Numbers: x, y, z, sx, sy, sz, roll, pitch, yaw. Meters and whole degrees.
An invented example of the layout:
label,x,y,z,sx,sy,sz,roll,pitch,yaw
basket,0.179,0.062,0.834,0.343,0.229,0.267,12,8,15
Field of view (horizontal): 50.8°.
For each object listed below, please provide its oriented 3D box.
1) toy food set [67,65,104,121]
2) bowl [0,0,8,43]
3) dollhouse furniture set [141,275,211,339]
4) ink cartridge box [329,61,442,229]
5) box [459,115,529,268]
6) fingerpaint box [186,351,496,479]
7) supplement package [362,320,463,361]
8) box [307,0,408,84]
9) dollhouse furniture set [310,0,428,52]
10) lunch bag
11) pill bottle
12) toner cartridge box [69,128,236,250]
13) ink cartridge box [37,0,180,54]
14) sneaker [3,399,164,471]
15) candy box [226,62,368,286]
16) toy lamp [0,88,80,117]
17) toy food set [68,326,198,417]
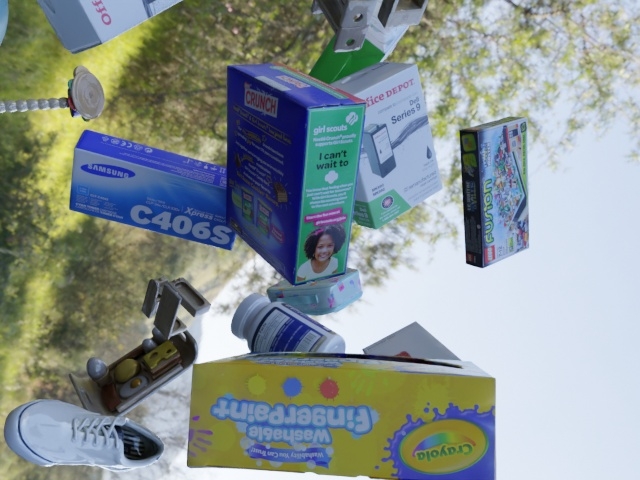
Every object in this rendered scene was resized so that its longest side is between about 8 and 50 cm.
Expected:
label,x,y,z,sx,sy,sz,roll,pitch,yaw
toy food set,-0.393,-0.243,1.129,0.083,0.020,0.083,64,32,-51
bowl,-0.640,-0.386,1.089,0.311,0.311,0.163,-57,176,15
dollhouse furniture set,-0.332,0.120,1.593,0.151,0.144,0.123,-20,141,-48
ink cartridge box,0.120,-0.201,1.412,0.211,0.289,0.121,-31,-151,-25
box,0.263,-0.073,1.008,0.036,0.114,0.207,17,-60,51
fingerpaint box,0.048,0.276,1.130,0.371,0.444,0.163,38,53,-80
supplement package,0.258,0.366,1.701,0.177,0.175,0.293,-26,-154,-13
box,0.087,-0.448,1.633,0.262,0.126,0.231,-47,-172,49
dollhouse furniture set,0.097,-0.481,1.373,0.129,0.183,0.129,65,-25,26
lunch bag,-0.024,0.170,2.133,0.279,0.108,0.224,-8,-169,33
pill bottle,-0.083,0.241,1.643,0.153,0.264,0.153,-42,147,-35
toner cartridge box,-0.328,-0.099,1.387,0.075,0.347,0.165,-88,-164,-49
ink cartridge box,-0.383,-0.523,1.267,0.129,0.223,0.307,3,-142,43
sneaker,-0.336,0.283,0.993,0.091,0.258,0.094,-21,-120,22
candy box,-0.058,-0.125,1.179,0.268,0.122,0.317,38,-47,46
toy lamp,-0.710,-0.343,1.708,0.080,0.274,0.080,170,-90,-68
toy food set,-0.478,0.309,1.721,0.306,0.092,0.219,-34,-149,-19
